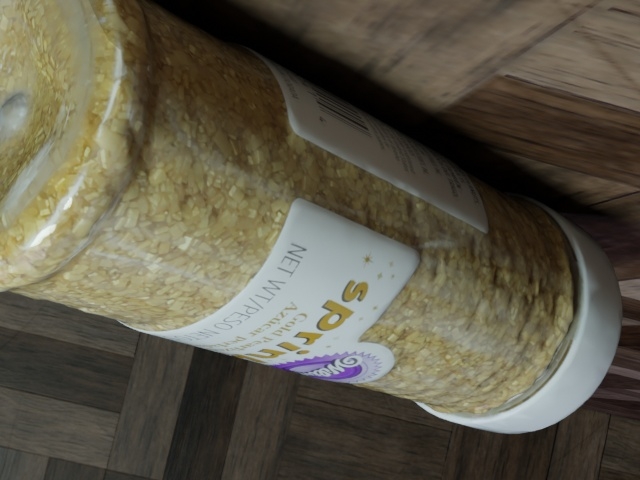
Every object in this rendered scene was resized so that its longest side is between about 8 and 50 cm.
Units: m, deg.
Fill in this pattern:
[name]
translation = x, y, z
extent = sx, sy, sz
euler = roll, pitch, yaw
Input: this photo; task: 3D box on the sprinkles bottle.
[sprinkles bottle]
translation = 0.000, 0.000, 0.546
extent = 0.121, 0.121, 0.355
euler = 7, 170, 41
